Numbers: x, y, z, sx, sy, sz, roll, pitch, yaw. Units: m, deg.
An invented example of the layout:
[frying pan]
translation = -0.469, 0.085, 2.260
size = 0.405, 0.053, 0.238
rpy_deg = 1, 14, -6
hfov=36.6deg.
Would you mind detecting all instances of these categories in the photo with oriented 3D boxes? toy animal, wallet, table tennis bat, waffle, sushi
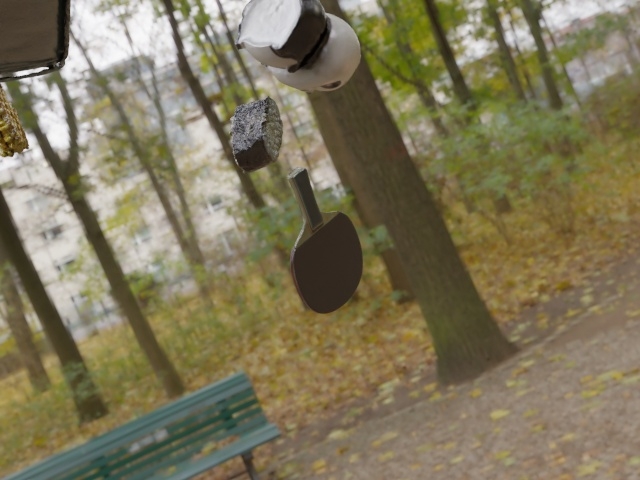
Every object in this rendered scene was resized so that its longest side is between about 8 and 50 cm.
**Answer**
[toy animal]
translation = -0.030, -0.380, 1.870
size = 0.187, 0.165, 0.235
rpy_deg = 19, -12, 42
[wallet]
translation = -0.485, -0.324, 1.408
size = 0.237, 0.075, 0.342
rpy_deg = -10, -12, -17
[table tennis bat]
translation = 0.000, 0.000, 1.608
size = 0.021, 0.274, 0.154
rpy_deg = 16, 46, 44
[waffle]
translation = -0.771, -0.295, 2.321
size = 0.070, 0.197, 0.193
rpy_deg = -23, 15, -4
[sushi]
translation = -0.112, -0.182, 1.688
size = 0.078, 0.091, 0.150
rpy_deg = -13, 42, 14
